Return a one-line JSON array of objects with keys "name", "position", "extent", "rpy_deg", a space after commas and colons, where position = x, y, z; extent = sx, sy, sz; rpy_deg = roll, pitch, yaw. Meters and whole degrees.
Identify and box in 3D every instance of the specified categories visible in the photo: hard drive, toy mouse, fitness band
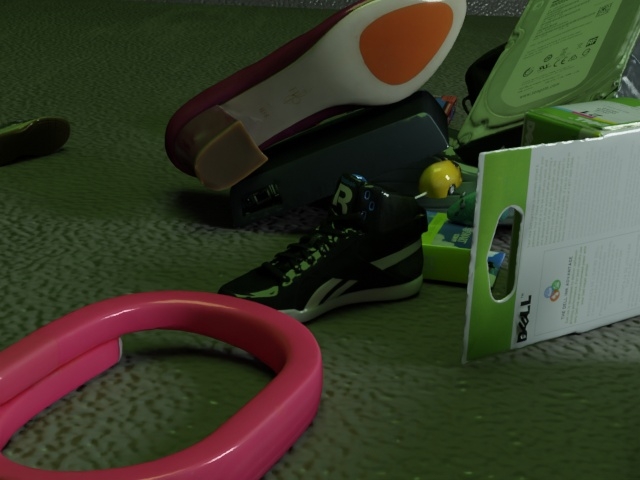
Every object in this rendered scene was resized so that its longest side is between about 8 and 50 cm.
[{"name": "hard drive", "position": [0.310, -0.234, 1.217], "extent": [0.237, 0.064, 0.339], "rpy_deg": [-14, 38, 52]}, {"name": "hard drive", "position": [0.020, -0.099, 1.195], "extent": [0.254, 0.054, 0.172], "rpy_deg": [-20, 16, 13]}, {"name": "toy mouse", "position": [0.176, -0.059, 1.094], "extent": [0.143, 0.031, 0.161], "rpy_deg": [24, 46, 36]}, {"name": "fitness band", "position": [-0.119, 0.112, 0.732], "extent": [0.209, 0.054, 0.291], "rpy_deg": [13, 23, 21]}]

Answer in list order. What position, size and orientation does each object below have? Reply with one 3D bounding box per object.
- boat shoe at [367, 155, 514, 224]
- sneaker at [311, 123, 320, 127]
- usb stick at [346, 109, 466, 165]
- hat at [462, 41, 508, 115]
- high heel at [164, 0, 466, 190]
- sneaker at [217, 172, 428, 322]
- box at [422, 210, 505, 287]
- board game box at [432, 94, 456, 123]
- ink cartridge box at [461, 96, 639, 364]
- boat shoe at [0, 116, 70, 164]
[{"name": "boat shoe", "position": [0.166, -0.045, 1.193], "extent": [0.226, 0.083, 0.076], "rpy_deg": [10, -7, 23]}, {"name": "sneaker", "position": [-0.066, -0.203, 1.577], "extent": [0.128, 0.087, 0.221], "rpy_deg": [5, 21, 12]}, {"name": "usb stick", "position": [0.160, -0.110, 1.298], "extent": [0.277, 0.045, 0.077], "rpy_deg": [19, 39, 6]}, {"name": "hat", "position": [0.298, -0.219, 1.446], "extent": [0.331, 0.134, 0.331], "rpy_deg": [-15, 4, 1]}, {"name": "high heel", "position": [-0.016, -0.199, 1.212], "extent": [0.377, 0.127, 0.181], "rpy_deg": [-30, 27, -8]}, {"name": "sneaker", "position": [0.000, 0.000, 0.949], "extent": [0.216, 0.121, 0.079], "rpy_deg": [-10, 22, -32]}, {"name": "box", "position": [0.096, 0.003, 1.073], "extent": [0.178, 0.043, 0.109], "rpy_deg": [7, 20, 15]}, {"name": "board game box", "position": [0.133, -0.198, 1.673], "extent": [0.145, 0.027, 0.281], "rpy_deg": [5, 20, 11]}, {"name": "ink cartridge box", "position": [0.202, -0.017, 0.918], "extent": [0.255, 0.189, 0.097], "rpy_deg": [-10, 24, -31]}, {"name": "boat shoe", "position": [-0.405, -0.139, 1.399], "extent": [0.049, 0.056, 0.152], "rpy_deg": [21, 26, 31]}]
